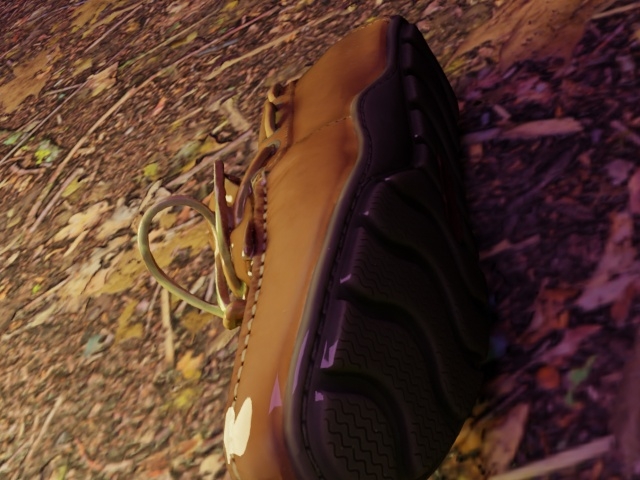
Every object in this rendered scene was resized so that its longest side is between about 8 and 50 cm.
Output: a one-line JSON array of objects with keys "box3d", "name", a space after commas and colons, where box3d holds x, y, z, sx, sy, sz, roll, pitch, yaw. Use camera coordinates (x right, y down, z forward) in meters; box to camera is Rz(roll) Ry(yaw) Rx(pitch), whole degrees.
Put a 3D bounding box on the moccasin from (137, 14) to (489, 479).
[{"box3d": [-0.002, -0.002, 0.525, 0.147, 0.139, 0.380, -25, 34, 20], "name": "moccasin"}]
